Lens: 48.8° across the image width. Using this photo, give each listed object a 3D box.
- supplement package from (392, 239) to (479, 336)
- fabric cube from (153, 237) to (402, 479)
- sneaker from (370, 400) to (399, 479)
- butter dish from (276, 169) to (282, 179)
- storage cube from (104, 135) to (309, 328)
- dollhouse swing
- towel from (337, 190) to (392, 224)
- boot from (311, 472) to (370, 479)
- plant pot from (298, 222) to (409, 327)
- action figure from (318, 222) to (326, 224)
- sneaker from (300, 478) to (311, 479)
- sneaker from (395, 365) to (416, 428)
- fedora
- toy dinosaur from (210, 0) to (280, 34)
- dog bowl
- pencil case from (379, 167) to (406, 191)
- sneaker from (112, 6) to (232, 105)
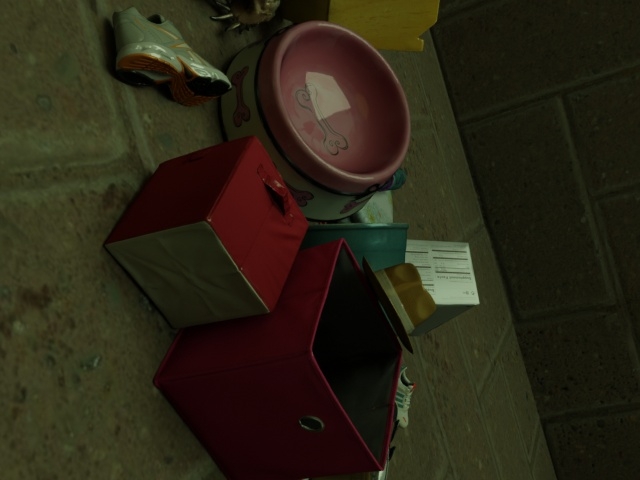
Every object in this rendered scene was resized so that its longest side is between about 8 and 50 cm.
[{"bbox_3d":[0.189,0.113,1.572,0.203,0.262,0.145,2,66,-21],"label":"supplement package"},{"bbox_3d":[-0.049,0.192,1.089,0.254,0.258,0.259,62,27,-28],"label":"fabric cube"},{"bbox_3d":[0.101,0.398,1.455,0.127,0.126,0.321,41,39,-43],"label":"sneaker"},{"bbox_3d":[-0.122,-0.087,1.225,0.160,0.118,0.160,-113,180,-71],"label":"butter dish"},{"bbox_3d":[-0.157,-0.010,1.034,0.184,0.214,0.193,59,34,-32],"label":"storage cube"},{"bbox_3d":[0.083,-0.633,1.604,0.305,0.314,0.347,-115,-152,-65],"label":"dollhouse swing"},{"bbox_3d":[0.078,-0.142,1.752,0.375,0.090,0.321,59,24,-26],"label":"towel"},{"bbox_3d":[0.028,0.457,1.201,0.262,0.095,0.204,-90,-177,-72],"label":"boot"},{"bbox_3d":[0.037,0.098,1.353,0.271,0.271,0.256,1,87,-65],"label":"plant pot"},{"bbox_3d":[0.000,0.000,1.590,0.038,0.030,0.115,19,64,-56],"label":"action figure"},{"bbox_3d":[-0.048,0.363,1.211,0.215,0.083,0.084,-28,126,-84],"label":"sneaker"},{"bbox_3d":[0.203,0.386,1.747,0.057,0.075,0.161,-17,92,-66],"label":"sneaker"},{"bbox_3d":[0.136,0.091,1.156,0.194,0.079,0.194,62,3,-5],"label":"fedora"},{"bbox_3d":[-0.189,-0.507,1.358,0.295,0.200,0.127,20,49,-26],"label":"toy dinosaur"},{"bbox_3d":[0.010,-0.251,1.407,0.407,0.150,0.408,14,66,-34],"label":"dog bowl"},{"bbox_3d":[0.168,-0.157,1.773,0.151,0.070,0.065,-15,118,-70],"label":"pencil case"},{"bbox_3d":[-0.240,-0.309,1.171,0.262,0.099,0.121,11,62,-65],"label":"sneaker"}]
